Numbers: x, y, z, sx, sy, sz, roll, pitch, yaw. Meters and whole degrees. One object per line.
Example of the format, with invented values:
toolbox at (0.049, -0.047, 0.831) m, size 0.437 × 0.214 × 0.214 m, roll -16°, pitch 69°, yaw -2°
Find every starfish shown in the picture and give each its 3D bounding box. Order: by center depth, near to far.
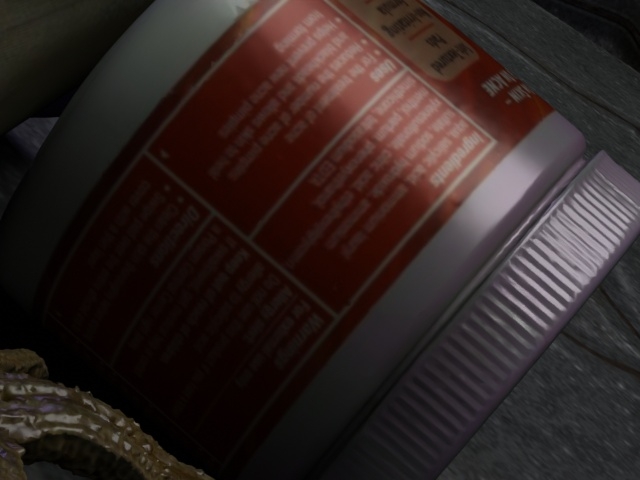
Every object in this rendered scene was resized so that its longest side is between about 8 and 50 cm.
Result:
starfish at (-0.161, 0.072, 0.667) m, size 0.277 × 0.062 × 0.236 m, roll 2°, pitch 18°, yaw -33°

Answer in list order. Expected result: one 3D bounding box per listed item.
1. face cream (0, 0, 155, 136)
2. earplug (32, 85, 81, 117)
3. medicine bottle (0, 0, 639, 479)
face cream at (-0.153, -0.101, 0.802) m, size 0.084 × 0.137 × 0.341 m, roll 9°, pitch 29°, yaw 31°
earplug at (-0.254, -0.152, 0.881) m, size 0.215 × 0.215 × 0.456 m, roll 42°, pitch 21°, yaw 12°
medicine bottle at (0.000, 0.000, 0.894) m, size 0.241 × 0.252 × 0.252 m, roll 41°, pitch 18°, yaw 6°
